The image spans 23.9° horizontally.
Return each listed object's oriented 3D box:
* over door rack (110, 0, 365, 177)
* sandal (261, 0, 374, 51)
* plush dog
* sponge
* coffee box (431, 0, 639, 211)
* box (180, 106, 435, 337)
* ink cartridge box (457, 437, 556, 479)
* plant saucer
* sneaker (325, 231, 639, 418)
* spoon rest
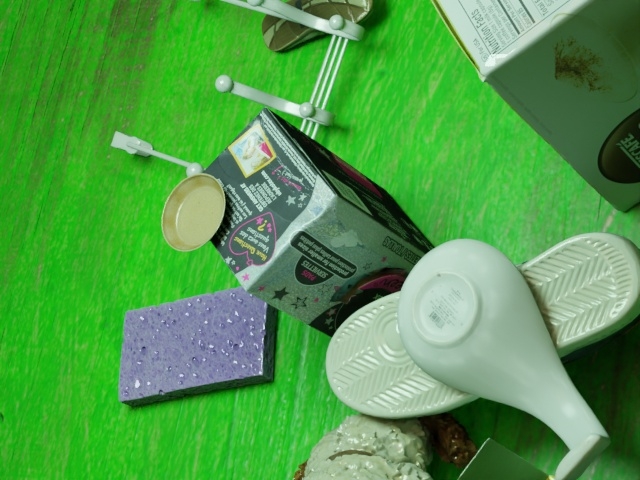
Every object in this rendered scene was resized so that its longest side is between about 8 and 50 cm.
[{"bbox_3d":[-0.121,-0.188,1.844,0.324,0.108,0.240,20,91,38],"label":"over door rack"},{"bbox_3d":[0.001,-0.280,1.871,0.180,0.049,0.072,-18,78,43],"label":"sandal"},{"bbox_3d":[0.039,0.260,1.511,0.262,0.211,0.225,-22,27,23],"label":"plush dog"},{"bbox_3d":[-0.145,0.123,1.785,0.210,0.031,0.117,-13,62,28],"label":"sponge"},{"bbox_3d":[0.294,-0.295,1.495,0.334,0.337,0.338,-36,54,15],"label":"coffee box"},{"bbox_3d":[0.000,0.000,1.606,0.142,0.247,0.163,-46,51,11],"label":"box"},{"bbox_3d":[0.173,0.288,1.361,0.056,0.235,0.171,36,91,39],"label":"ink cartridge box"},{"bbox_3d":[-0.126,-0.027,1.537,0.083,0.015,0.083,-14,65,32],"label":"plant saucer"},{"bbox_3d":[0.178,0.092,1.509,0.350,0.148,0.131,-19,78,25],"label":"sneaker"},{"bbox_3d":[0.170,0.112,1.395,0.137,0.084,0.276,-50,54,15],"label":"spoon rest"}]
